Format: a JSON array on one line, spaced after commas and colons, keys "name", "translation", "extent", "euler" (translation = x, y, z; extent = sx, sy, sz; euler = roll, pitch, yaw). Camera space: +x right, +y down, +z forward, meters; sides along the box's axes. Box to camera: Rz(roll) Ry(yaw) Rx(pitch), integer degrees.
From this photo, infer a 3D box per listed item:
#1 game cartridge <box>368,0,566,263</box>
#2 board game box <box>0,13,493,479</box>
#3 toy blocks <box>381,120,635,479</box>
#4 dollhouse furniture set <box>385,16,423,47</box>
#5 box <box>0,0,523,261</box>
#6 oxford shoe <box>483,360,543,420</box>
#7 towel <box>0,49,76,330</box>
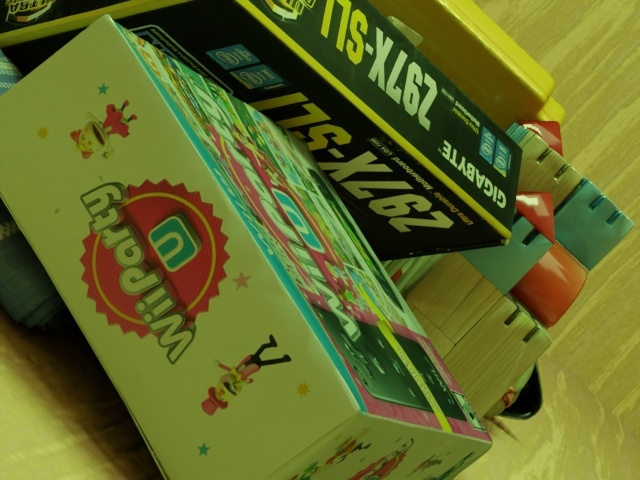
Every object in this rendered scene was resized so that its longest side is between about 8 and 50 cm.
[{"name": "game cartridge", "translation": [0.020, -0.115, 1.563], "extent": [0.285, 0.323, 0.053], "euler": [42, 42, -3]}, {"name": "board game box", "translation": [-0.032, 0.033, 0.916], "extent": [0.224, 0.097, 0.303], "euler": [57, 10, 16]}, {"name": "toy blocks", "translation": [0.119, 0.028, 1.345], "extent": [0.191, 0.261, 0.381], "euler": [43, 6, -4]}, {"name": "dollhouse furniture set", "translation": [0.035, -0.135, 1.181], "extent": [0.091, 0.081, 0.114], "euler": [30, -30, -36]}, {"name": "box", "translation": [-0.058, -0.083, 1.143], "extent": [0.322, 0.257, 0.079], "euler": [38, 53, -44]}, {"name": "oxford shoe", "translation": [0.153, 0.100, 1.747], "extent": [0.130, 0.123, 0.348], "euler": [52, 10, 23]}, {"name": "towel", "translation": [-0.217, -0.092, 0.930], "extent": [0.336, 0.040, 0.243], "euler": [50, 9, 3]}]
